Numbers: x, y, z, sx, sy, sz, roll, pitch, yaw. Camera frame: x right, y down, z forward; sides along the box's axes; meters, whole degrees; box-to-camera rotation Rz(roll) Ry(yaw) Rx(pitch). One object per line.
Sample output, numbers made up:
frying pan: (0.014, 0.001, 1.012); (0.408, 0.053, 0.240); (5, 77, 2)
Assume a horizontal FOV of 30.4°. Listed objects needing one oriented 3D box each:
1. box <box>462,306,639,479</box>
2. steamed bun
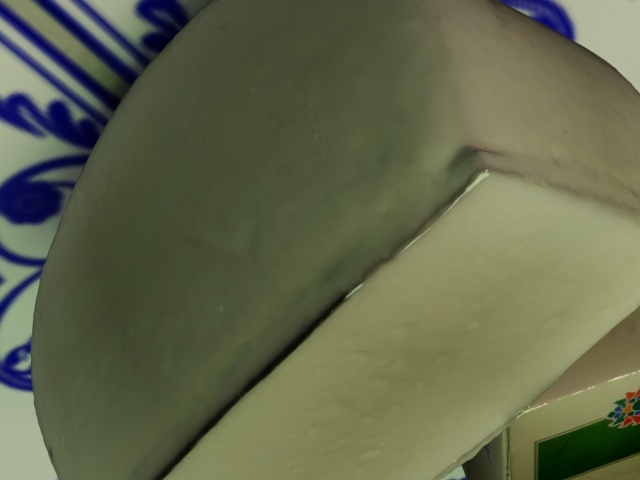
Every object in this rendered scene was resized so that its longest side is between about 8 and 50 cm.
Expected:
box: (0.170, 0.093, 0.698); (0.168, 0.095, 0.212); (-20, 142, -5)
steamed bun: (0.000, 0.000, 0.455); (0.146, 0.164, 0.241); (18, 126, -40)
